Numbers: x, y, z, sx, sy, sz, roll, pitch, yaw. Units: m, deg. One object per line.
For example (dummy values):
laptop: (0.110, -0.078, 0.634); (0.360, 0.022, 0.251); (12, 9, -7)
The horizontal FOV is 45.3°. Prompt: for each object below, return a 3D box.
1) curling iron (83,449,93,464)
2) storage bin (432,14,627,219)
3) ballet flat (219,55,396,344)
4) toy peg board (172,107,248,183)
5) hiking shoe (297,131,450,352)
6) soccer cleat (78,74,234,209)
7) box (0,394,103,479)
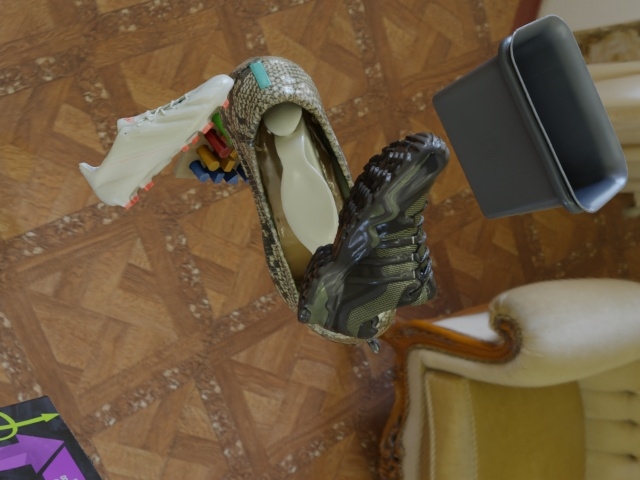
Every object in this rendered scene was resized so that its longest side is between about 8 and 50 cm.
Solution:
curling iron: (-0.429, 0.378, 1.230); (0.035, 0.274, 0.068); (-38, 83, 0)
storage bin: (0.152, -0.084, 0.569); (0.098, 0.091, 0.135); (-31, 99, -40)
ballet flat: (0.000, 0.000, 0.996); (0.164, 0.182, 0.483); (-23, 122, -1)
toy peg board: (-0.146, -0.153, 1.334); (0.161, 0.079, 0.160); (-2, 134, -44)
hiking shoe: (0.070, 0.003, 0.726); (0.114, 0.086, 0.227); (25, 119, -14)
soccer cleat: (-0.177, -0.119, 0.836); (0.196, 0.068, 0.076); (-44, 101, 3)
box: (-0.195, 0.136, 0.377); (0.162, 0.116, 0.029); (-12, 120, -36)
